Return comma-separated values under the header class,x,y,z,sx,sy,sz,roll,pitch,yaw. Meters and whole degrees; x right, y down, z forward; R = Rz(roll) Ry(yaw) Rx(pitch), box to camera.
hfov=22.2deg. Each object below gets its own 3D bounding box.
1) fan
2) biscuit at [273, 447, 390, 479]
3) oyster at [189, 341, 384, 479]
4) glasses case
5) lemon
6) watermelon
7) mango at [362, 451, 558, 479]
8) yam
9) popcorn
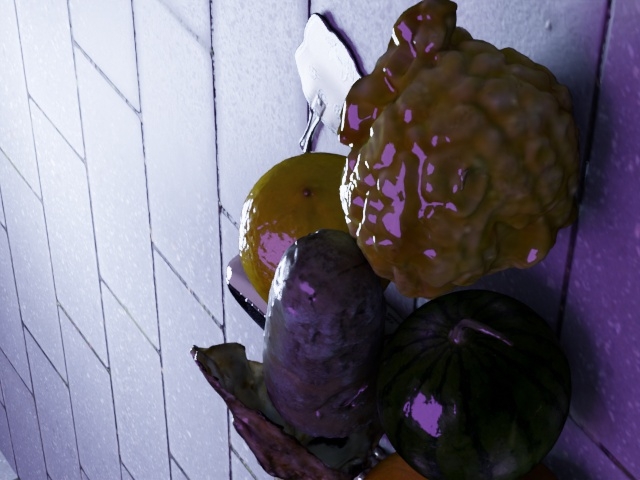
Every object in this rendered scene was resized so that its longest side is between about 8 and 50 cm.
class,x,y,z,sx,sy,sz,roll,pitch,yaw
fan,0.002,-0.155,1.808,0.132,0.009,0.220,59,155,18
biscuit,0.057,0.320,2.037,0.426,0.078,0.144,29,135,54
oyster,-0.043,0.188,1.775,0.094,0.294,0.166,-39,32,27
glasses case,0.002,0.084,1.887,0.314,0.122,0.075,38,137,48
lemon,0.000,0.000,1.751,0.178,0.178,0.203,51,162,31
watermelon,0.142,0.135,1.548,0.188,0.188,0.215,45,168,40
mango,0.149,0.293,1.711,0.144,0.187,0.359,30,157,-26
yam,0.008,0.091,1.594,0.133,0.133,0.330,56,164,22
popcorn,0.114,-0.082,1.415,0.237,0.205,0.252,-166,63,-81
